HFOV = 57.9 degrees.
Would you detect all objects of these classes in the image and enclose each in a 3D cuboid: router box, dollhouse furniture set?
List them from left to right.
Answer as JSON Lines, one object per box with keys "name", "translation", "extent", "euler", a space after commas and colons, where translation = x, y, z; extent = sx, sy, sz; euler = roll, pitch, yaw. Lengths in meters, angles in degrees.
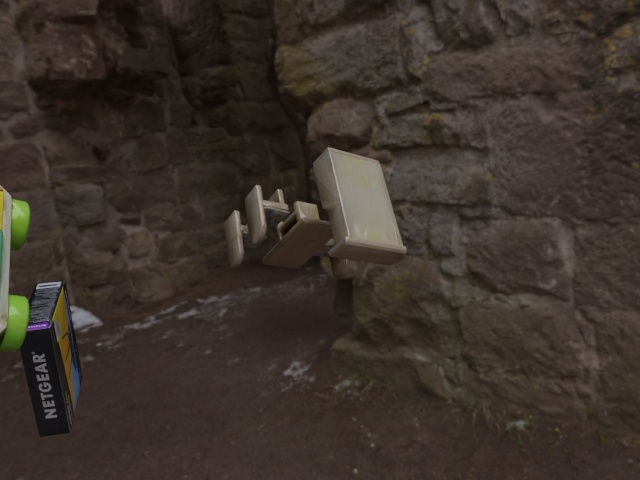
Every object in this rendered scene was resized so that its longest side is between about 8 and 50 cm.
{"name": "router box", "translation": [-0.385, 0.168, 0.833], "extent": [0.046, 0.179, 0.133], "euler": [-5, 25, -13]}
{"name": "dollhouse furniture set", "translation": [0.000, 0.000, 0.900], "extent": [0.212, 0.161, 0.242], "euler": [9, -35, -33]}

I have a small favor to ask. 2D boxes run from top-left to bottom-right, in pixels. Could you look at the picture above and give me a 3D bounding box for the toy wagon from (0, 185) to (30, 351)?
{"name": "toy wagon", "translation": [-0.417, -0.023, 0.538], "extent": [0.267, 0.344, 0.068], "euler": [12, -39, -39]}
